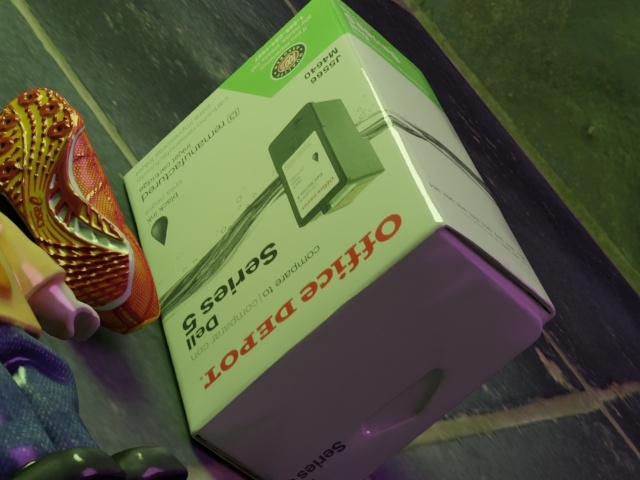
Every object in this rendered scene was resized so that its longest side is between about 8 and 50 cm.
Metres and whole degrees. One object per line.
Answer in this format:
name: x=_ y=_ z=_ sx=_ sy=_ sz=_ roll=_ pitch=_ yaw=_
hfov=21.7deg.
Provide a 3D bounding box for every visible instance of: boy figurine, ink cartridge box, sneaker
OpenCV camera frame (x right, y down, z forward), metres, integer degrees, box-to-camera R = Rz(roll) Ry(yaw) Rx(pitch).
boy figurine: x=-0.167 y=0.014 z=0.760 sx=0.177 sy=0.092 sz=0.285 roll=17 pitch=38 yaw=-59
ink cartridge box: x=0.000 y=0.000 z=1.049 sx=0.115 sy=0.198 sz=0.273 roll=38 pitch=18 yaw=-35
sneaker: x=-0.147 y=-0.016 z=0.975 sx=0.175 sy=0.064 sz=0.067 roll=65 pitch=1 yaw=31
